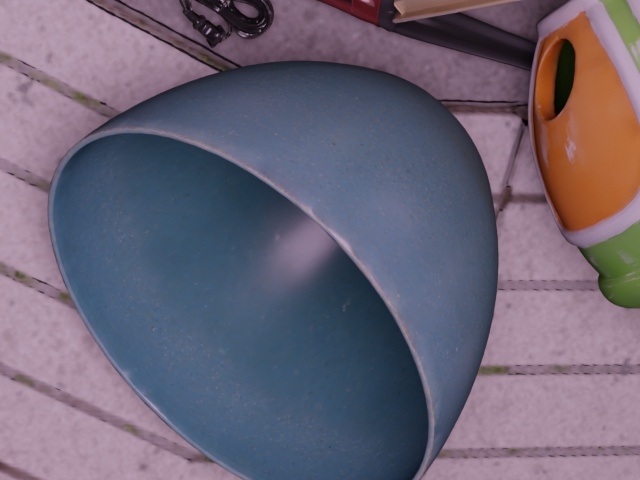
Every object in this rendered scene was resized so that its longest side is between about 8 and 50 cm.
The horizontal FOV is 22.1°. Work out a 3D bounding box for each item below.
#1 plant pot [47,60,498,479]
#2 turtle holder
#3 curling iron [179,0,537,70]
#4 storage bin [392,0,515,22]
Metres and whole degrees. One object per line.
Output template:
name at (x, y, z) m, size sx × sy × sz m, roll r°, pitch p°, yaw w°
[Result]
plant pot at (0.000, 0.000, 1.046) m, size 0.195 × 0.290 × 0.290 m, roll -45°, pitch 111°, yaw -36°
turtle holder at (0.285, -0.102, 1.069) m, size 0.320 × 0.243 × 0.227 m, roll -33°, pitch 92°, yaw 5°
curling iron at (0.033, -0.149, 1.115) m, size 0.274 × 0.035 × 0.068 m, roll 9°, pitch 110°, yaw -13°
storage bin at (0.048, -0.273, 0.959) m, size 0.123 × 0.260 × 0.262 m, roll -46°, pitch 108°, yaw -15°
